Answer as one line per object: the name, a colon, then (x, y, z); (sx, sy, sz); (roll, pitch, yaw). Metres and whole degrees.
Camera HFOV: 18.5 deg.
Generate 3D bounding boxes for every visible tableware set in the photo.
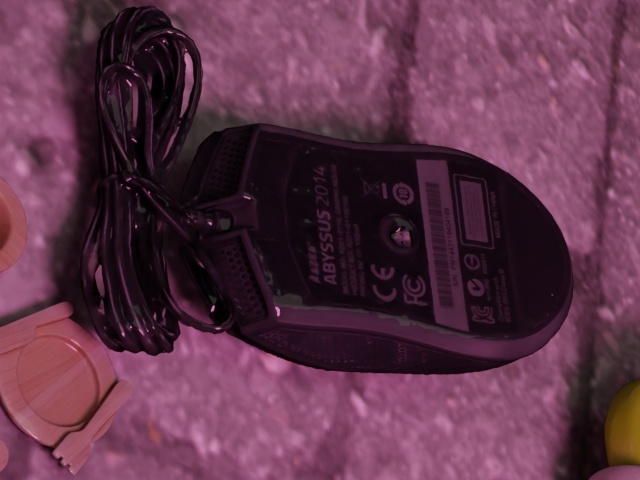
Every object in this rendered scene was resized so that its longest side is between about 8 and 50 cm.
tableware set: (-0.160, 0.036, 0.848); (0.141, 0.020, 0.169); (-31, 90, -47)

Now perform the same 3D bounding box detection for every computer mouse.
computer mouse: (0.000, 0.000, 0.988); (0.272, 0.072, 0.188); (13, 58, -25)

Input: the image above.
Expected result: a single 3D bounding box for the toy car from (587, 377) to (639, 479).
toy car: (0.238, 0.142, 1.072); (0.182, 0.136, 0.159); (50, 44, -10)
